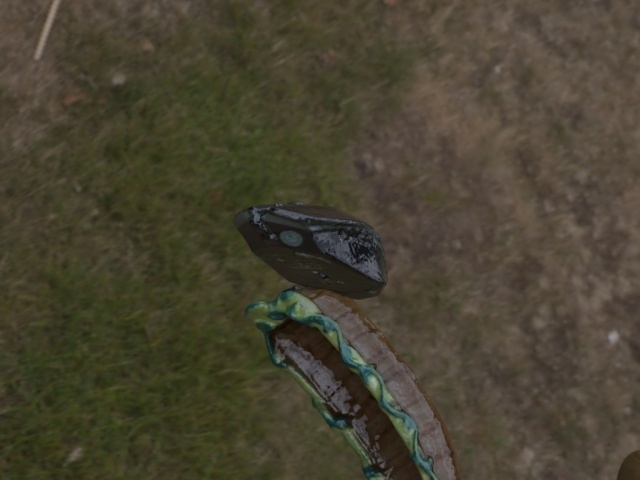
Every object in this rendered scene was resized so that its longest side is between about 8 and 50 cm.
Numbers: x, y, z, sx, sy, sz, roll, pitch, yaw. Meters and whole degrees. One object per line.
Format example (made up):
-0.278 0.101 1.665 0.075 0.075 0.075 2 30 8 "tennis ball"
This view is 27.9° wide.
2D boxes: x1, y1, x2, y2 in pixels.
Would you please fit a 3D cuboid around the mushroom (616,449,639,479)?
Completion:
0.526 0.330 1.520 0.407 0.154 0.137 10 44 -22 "mushroom"

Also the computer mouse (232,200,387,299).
0.000 0.000 1.157 0.192 0.106 0.062 38 61 -51 "computer mouse"

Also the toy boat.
0.047 0.158 0.979 0.099 0.108 0.293 -21 71 -28 "toy boat"
